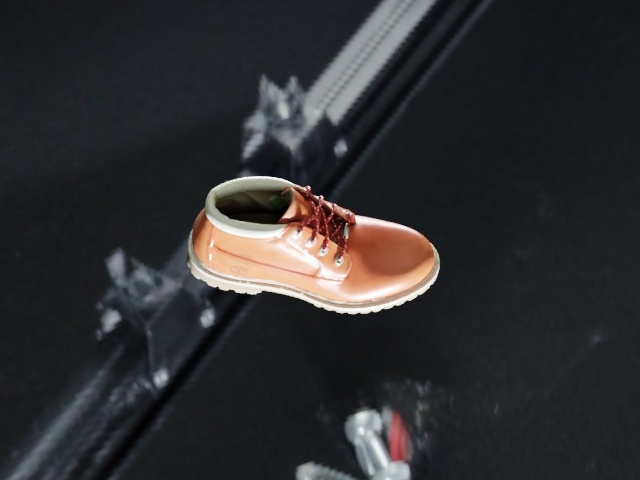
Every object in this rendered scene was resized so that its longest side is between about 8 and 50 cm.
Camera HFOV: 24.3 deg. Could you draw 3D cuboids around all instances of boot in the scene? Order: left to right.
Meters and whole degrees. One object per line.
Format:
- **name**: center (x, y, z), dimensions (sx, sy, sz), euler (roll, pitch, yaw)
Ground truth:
- **boot**: center (0.000, 0.000, 0.902), dimensions (0.158, 0.084, 0.059), euler (5, -119, -7)
